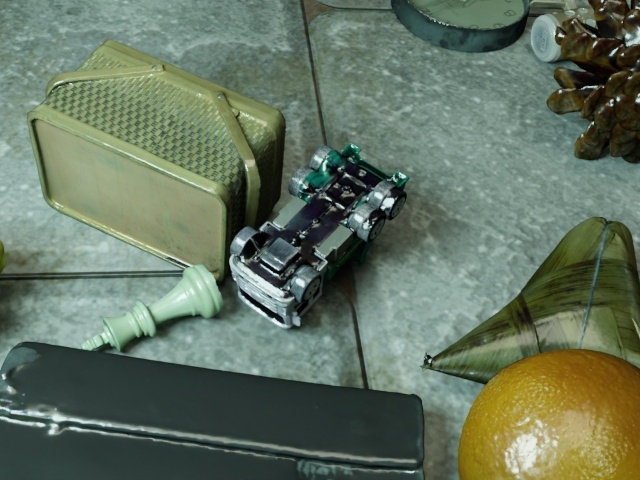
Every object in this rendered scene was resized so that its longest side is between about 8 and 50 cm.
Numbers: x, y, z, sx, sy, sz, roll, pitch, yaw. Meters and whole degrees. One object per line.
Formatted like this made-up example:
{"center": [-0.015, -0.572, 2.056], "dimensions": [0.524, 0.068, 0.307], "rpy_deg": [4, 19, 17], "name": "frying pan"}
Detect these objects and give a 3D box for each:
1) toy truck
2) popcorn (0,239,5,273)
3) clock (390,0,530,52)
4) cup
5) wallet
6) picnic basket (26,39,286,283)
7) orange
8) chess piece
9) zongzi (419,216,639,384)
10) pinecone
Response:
{"center": [0.000, 0.000, 0.960], "dimensions": [0.110, 0.116, 0.216], "rpy_deg": [32, 60, 19], "name": "toy truck"}
{"center": [-0.408, 0.030, 0.830], "dimensions": [0.197, 0.197, 0.156], "rpy_deg": [5, 52, -4], "name": "popcorn"}
{"center": [0.217, -0.372, 1.349], "dimensions": [0.215, 0.042, 0.215], "rpy_deg": [4, 50, -5], "name": "clock"}
{"center": [0.364, -0.318, 1.293], "dimensions": [0.099, 0.074, 0.102], "rpy_deg": [-13, 89, -17], "name": "cup"}
{"center": [-0.109, 0.212, 0.794], "dimensions": [0.406, 0.062, 0.228], "rpy_deg": [9, 49, -1], "name": "wallet"}
{"center": [-0.174, -0.087, 0.970], "dimensions": [0.266, 0.165, 0.139], "rpy_deg": [24, 52, 12], "name": "picnic basket"}
{"center": [0.221, 0.192, 0.776], "dimensions": [0.206, 0.206, 0.206], "rpy_deg": [4, 50, -5], "name": "orange"}
{"center": [-0.176, 0.079, 0.904], "dimensions": [0.149, 0.059, 0.059], "rpy_deg": [-27, 59, -22], "name": "chess piece"}
{"center": [0.227, 0.065, 0.937], "dimensions": [0.242, 0.112, 0.221], "rpy_deg": [8, 51, -1], "name": "zongzi"}
{"center": [0.403, -0.223, 1.146], "dimensions": [0.229, 0.202, 0.201], "rpy_deg": [-19, 70, -10], "name": "pinecone"}
